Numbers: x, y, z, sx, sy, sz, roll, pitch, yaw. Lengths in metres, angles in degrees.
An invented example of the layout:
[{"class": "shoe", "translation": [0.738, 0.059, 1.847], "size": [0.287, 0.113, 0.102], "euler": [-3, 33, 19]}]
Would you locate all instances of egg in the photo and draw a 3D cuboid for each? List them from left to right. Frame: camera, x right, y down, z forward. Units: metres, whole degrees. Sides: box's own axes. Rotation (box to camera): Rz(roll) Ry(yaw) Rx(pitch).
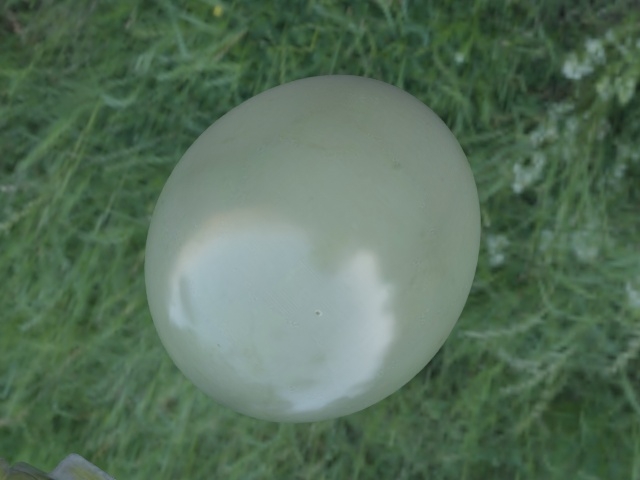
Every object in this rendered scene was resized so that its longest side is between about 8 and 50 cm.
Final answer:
[{"class": "egg", "translation": [0.000, 0.000, 0.723], "size": [0.186, 0.242, 0.186], "euler": [13, 124, 19]}]

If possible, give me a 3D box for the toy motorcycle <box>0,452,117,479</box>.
[{"class": "toy motorcycle", "translation": [-0.165, 0.205, 0.698], "size": [0.340, 0.223, 0.108], "euler": [33, 113, 7]}]
